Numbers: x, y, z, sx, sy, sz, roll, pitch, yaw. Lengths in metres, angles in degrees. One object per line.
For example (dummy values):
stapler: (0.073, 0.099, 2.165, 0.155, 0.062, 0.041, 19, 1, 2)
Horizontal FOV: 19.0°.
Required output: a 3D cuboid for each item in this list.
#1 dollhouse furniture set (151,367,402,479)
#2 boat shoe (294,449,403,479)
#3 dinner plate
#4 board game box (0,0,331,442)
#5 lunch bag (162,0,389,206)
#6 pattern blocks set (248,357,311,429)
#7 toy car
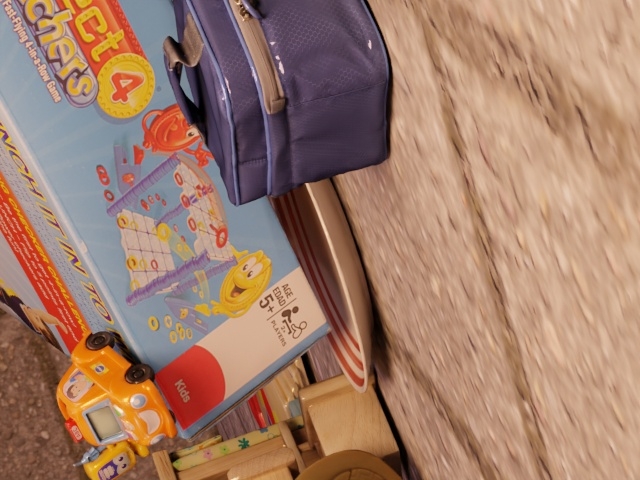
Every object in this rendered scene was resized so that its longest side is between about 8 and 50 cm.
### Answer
dollhouse furniture set: (-0.058, 0.123, 0.953, 0.161, 0.182, 0.101, 82, 167, -58)
boat shoe: (0.036, 0.201, 0.868, 0.224, 0.080, 0.073, 66, 168, -2)
dinner plate: (0.000, 0.000, 0.855, 0.141, 0.017, 0.141, 161, 90, -84)
board game box: (-0.161, -0.091, 0.888, 0.302, 0.086, 0.308, 26, 147, 53)
lunch bag: (-0.018, -0.058, 0.640, 0.098, 0.065, 0.067, 85, 164, -65)
pattern blocks set: (-0.021, 0.110, 1.259, 0.325, 0.026, 0.285, -119, 11, -51)
toy car: (-0.087, 0.089, 0.830, 0.060, 0.040, 0.122, 43, 158, 28)
